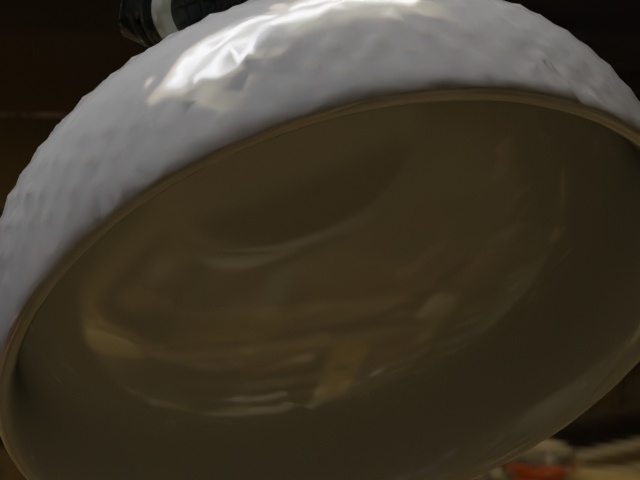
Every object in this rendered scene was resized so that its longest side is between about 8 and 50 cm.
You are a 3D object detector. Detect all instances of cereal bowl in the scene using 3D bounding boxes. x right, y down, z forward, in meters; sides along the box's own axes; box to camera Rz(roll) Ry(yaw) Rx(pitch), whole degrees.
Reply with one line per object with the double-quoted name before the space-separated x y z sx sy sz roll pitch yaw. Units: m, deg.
"cereal bowl" 0.000 0.000 0.779 0.339 0.339 0.141 -2 52 -23

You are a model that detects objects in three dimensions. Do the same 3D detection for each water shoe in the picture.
"water shoe" -0.041 -0.101 1.031 0.080 0.073 0.203 6 -31 49
